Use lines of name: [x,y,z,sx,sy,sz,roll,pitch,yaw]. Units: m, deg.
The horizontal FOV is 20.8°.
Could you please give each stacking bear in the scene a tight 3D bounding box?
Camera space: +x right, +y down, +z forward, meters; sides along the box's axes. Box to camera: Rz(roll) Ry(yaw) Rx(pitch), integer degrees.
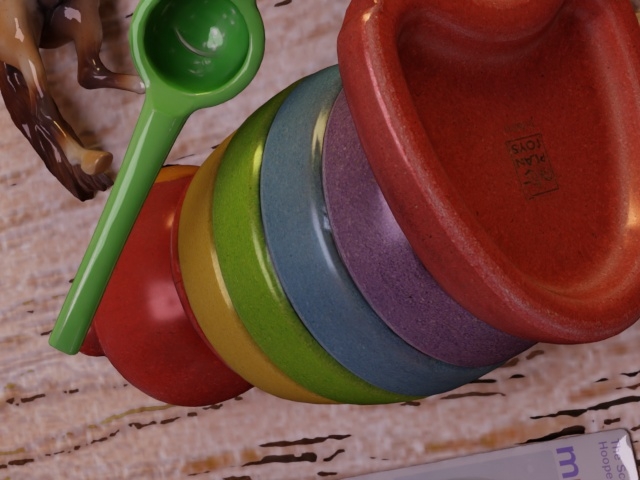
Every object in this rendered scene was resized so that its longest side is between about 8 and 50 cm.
stacking bear: [0.000,0.000,0.799,0.289,0.175,0.164,-22,86,45]

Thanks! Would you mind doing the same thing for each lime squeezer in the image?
lime squeezer: [-0.051,-0.103,0.754,0.110,0.059,0.310,-22,43,59]

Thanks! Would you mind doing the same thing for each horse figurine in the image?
horse figurine: [-0.121,-0.149,0.919,0.174,0.066,0.263,44,122,31]

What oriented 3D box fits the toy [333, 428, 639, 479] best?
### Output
toy: [0.048,0.179,0.838,0.237,0.056,0.136,-16,87,37]
